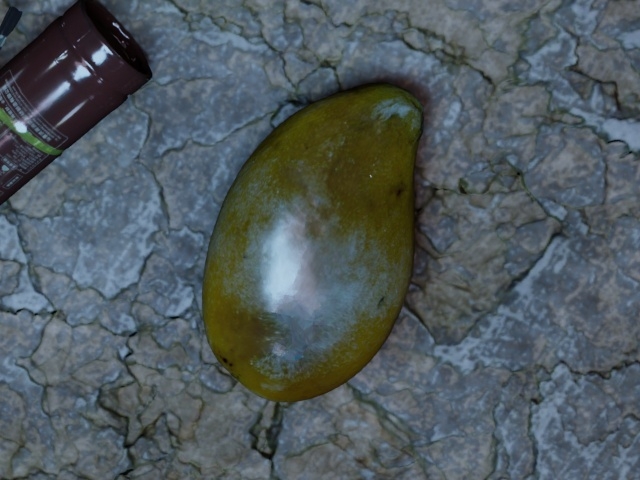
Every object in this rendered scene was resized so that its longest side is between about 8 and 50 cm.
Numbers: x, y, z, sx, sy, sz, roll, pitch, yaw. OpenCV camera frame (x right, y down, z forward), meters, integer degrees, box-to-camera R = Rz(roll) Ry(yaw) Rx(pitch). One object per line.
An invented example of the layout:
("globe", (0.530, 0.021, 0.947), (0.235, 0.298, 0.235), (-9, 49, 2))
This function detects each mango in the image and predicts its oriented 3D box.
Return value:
("mango", (0.000, 0.000, 1.472), (0.193, 0.146, 0.316), (19, 102, -15))

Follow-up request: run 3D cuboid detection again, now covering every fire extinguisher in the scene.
("fire extinguisher", (-0.321, -0.089, 1.462), (0.341, 0.105, 0.141), (-38, 91, 12))
